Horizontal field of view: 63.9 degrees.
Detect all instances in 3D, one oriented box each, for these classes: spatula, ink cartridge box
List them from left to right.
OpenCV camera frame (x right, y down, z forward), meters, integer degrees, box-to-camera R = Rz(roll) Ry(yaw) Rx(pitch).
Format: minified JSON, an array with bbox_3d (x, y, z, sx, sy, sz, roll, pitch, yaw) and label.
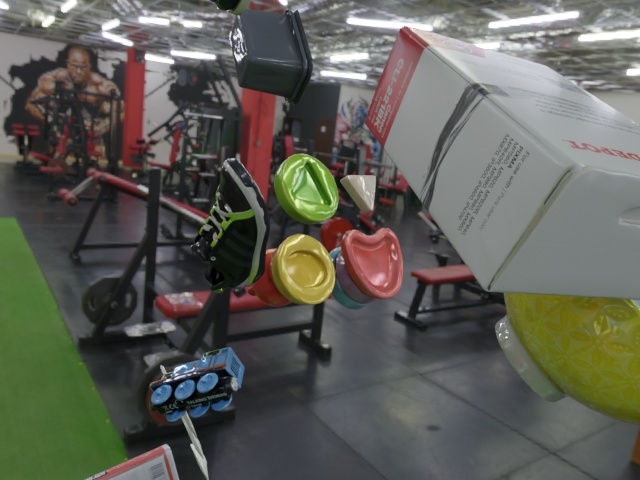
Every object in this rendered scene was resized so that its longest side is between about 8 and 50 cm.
[{"bbox_3d":[-0.300,0.394,1.125,0.019,0.168,0.242,-24,33,-23],"label":"spatula"},{"bbox_3d":[0.186,-0.078,0.469,0.197,0.114,0.273,5,36,-23],"label":"ink cartridge box"}]

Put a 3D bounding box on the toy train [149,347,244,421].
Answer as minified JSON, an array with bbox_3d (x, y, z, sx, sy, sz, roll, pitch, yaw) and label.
[{"bbox_3d":[-0.234,0.272,0.969,0.184,0.080,0.105,-18,30,15],"label":"toy train"}]

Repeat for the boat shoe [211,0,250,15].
[{"bbox_3d":[-0.118,-0.414,0.519,0.113,0.340,0.127,-11,41,-30],"label":"boat shoe"}]

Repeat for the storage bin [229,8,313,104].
[{"bbox_3d":[-0.079,-0.269,0.747,0.091,0.135,0.098,1,-29,-25],"label":"storage bin"}]

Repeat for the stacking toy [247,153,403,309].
[{"bbox_3d":[0.000,0.000,0.975,0.309,0.279,0.130,7,-23,-40],"label":"stacking toy"}]

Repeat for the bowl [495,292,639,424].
[{"bbox_3d":[0.307,0.103,0.611,0.289,0.156,0.289,35,28,-22],"label":"bowl"}]

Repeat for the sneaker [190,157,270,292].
[{"bbox_3d":[-0.130,-0.003,0.712,0.097,0.234,0.084,-21,50,-23],"label":"sneaker"}]

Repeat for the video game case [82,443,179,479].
[{"bbox_3d":[-0.320,0.432,0.695,0.285,0.204,0.025,-16,6,-30],"label":"video game case"}]
